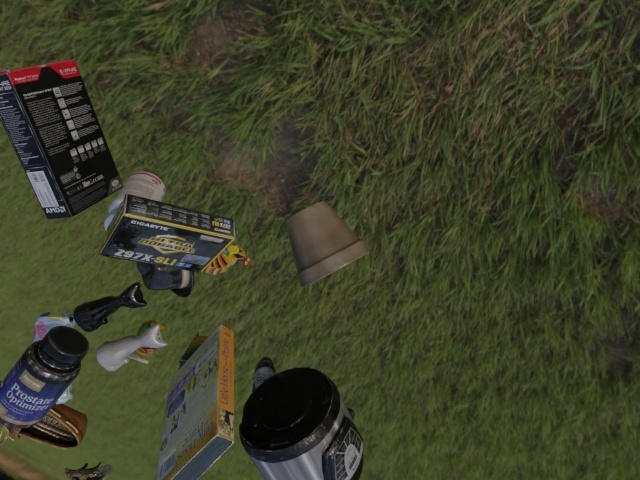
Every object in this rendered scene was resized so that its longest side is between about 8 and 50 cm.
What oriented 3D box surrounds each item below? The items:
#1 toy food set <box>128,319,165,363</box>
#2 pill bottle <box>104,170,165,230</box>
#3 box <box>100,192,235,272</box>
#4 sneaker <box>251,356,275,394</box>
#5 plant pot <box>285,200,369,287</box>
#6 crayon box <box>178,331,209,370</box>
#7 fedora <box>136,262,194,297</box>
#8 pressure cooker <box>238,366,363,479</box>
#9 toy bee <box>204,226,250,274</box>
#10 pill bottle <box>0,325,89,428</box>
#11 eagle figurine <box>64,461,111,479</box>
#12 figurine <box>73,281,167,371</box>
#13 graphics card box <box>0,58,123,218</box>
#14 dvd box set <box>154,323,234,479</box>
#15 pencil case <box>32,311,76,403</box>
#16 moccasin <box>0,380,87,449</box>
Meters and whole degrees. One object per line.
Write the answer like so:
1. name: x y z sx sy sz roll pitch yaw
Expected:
1. toy food set: -0.820 0.476 2.151 0.128 0.218 0.071 38 135 -25
2. pill bottle: -0.720 -0.132 1.743 0.160 0.283 0.160 0 130 1
3. box: -0.460 -0.009 1.350 0.322 0.079 0.257 14 147 -34
4. sneaker: -0.230 0.604 1.822 0.102 0.146 0.293 8 109 -9
5. plant pot: 0.000 0.000 1.865 0.323 0.323 0.280 -29 88 47
6. crayon box: -0.534 0.542 1.933 0.081 0.318 0.202 5 99 -4
7. fedora: -0.660 0.115 1.863 0.334 0.152 0.334 24 124 42
8. pressure cooker: -0.044 0.704 1.562 0.370 0.375 0.420 -21 116 1
9. toy bee: -0.412 0.068 2.081 0.162 0.298 0.195 37 151 -3
10. pill bottle: -0.624 0.302 1.006 0.123 0.123 0.219 39 100 -11
11. eagle figurine: -0.931 1.036 1.733 0.225 0.298 0.226 -4 173 -21
12. figurine: -0.559 0.244 1.282 0.209 0.092 0.215 -23 99 12
13. graphics card box: -0.689 -0.269 1.192 0.094 0.233 0.371 -4 117 16
14. dvd box set: -0.364 0.491 1.326 0.062 0.420 0.307 33 108 -26
15. pencil case: -0.821 0.363 1.385 0.124 0.273 0.113 -6 163 6
16. moccasin: -0.946 0.569 1.433 0.380 0.139 0.147 42 176 -23
